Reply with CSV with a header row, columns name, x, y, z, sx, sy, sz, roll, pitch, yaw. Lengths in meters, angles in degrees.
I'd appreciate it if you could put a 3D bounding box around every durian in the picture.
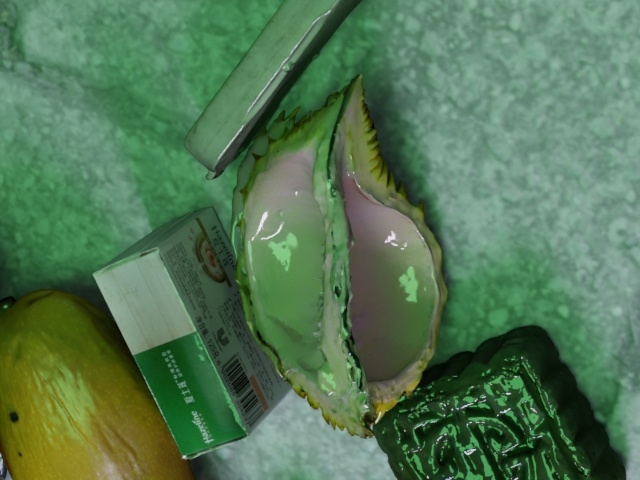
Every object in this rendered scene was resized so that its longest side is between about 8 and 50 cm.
name,x,y,z,sx,sy,sz,roll,pitch,yaw
durian,-0.006,0.011,1.641,0.196,0.185,0.305,-5,98,39

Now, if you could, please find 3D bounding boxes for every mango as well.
name,x,y,z,sx,sy,sz,roll,pitch,yaw
mango,-0.212,0.210,1.778,0.187,0.144,0.359,-15,105,29

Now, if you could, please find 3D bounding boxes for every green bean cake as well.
name,x,y,z,sx,sy,sz,roll,pitch,yaw
green bean cake,0.159,0.191,1.672,0.183,0.094,0.185,-27,92,26

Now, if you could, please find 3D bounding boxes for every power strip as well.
name,x,y,z,sx,sy,sz,roll,pitch,yaw
power strip,-0.032,-0.166,1.625,0.048,0.080,0.286,42,118,9

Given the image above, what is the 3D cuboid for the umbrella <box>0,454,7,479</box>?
name,x,y,z,sx,sy,sz,roll,pitch,yaw
umbrella,-0.327,0.223,1.881,0.044,0.044,0.269,30,120,39

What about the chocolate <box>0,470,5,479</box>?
name,x,y,z,sx,sy,sz,roll,pitch,yaw
chocolate,-0.379,0.123,1.780,0.080,0.157,0.253,-15,96,-17

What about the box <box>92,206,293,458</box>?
name,x,y,z,sx,sy,sz,roll,pitch,yaw
box,-0.113,0.083,1.703,0.081,0.135,0.199,-20,99,24
